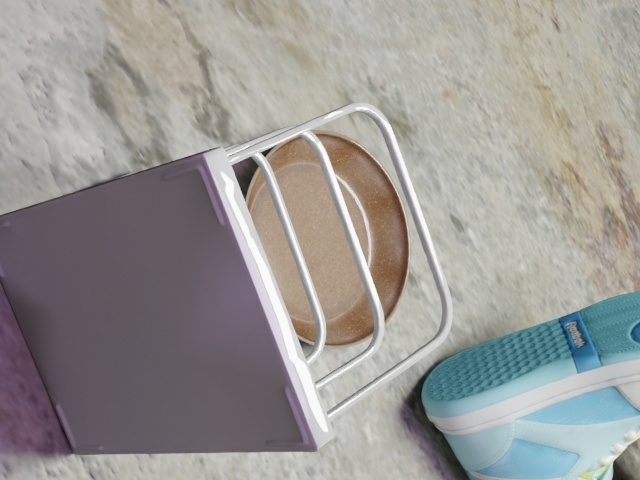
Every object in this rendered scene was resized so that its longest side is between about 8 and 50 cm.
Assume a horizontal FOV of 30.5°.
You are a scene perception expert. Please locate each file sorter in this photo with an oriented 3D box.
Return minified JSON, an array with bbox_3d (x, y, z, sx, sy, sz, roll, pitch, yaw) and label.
[{"bbox_3d":[-0.076,0.029,0.847,0.173,0.278,0.193,-28,102,-43],"label":"file sorter"}]

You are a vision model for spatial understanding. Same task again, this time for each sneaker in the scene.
[{"bbox_3d":[0.278,0.176,1.134,0.127,0.319,0.208,-71,141,-63],"label":"sneaker"}]

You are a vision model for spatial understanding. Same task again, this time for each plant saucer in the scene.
[{"bbox_3d":[0.000,0.000,1.067,0.198,0.036,0.198,7,79,-38],"label":"plant saucer"}]

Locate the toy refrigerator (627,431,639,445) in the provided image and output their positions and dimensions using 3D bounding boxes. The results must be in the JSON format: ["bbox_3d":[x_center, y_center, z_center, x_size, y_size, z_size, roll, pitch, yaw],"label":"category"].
[{"bbox_3d":[0.352,0.145,1.307,0.269,0.094,0.102,-20,89,-41],"label":"toy refrigerator"}]
